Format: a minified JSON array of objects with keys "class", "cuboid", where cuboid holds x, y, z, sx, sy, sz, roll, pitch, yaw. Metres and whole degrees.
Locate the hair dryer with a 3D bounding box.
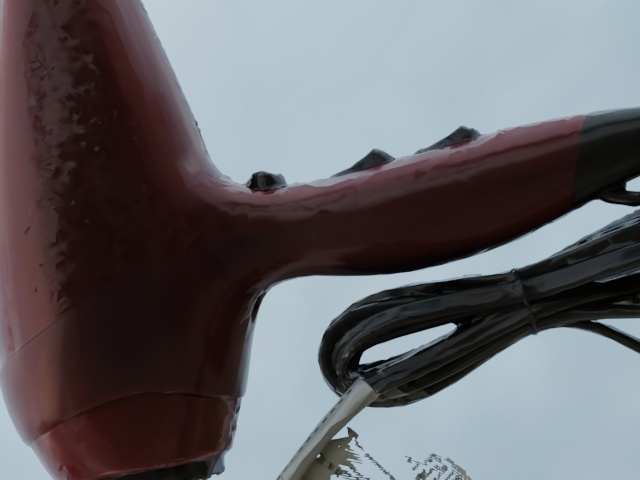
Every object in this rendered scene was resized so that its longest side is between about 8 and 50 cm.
[{"class":"hair dryer","cuboid":[0.000,0.000,0.618,0.223,0.293,0.080,-50,-6,-2]}]
